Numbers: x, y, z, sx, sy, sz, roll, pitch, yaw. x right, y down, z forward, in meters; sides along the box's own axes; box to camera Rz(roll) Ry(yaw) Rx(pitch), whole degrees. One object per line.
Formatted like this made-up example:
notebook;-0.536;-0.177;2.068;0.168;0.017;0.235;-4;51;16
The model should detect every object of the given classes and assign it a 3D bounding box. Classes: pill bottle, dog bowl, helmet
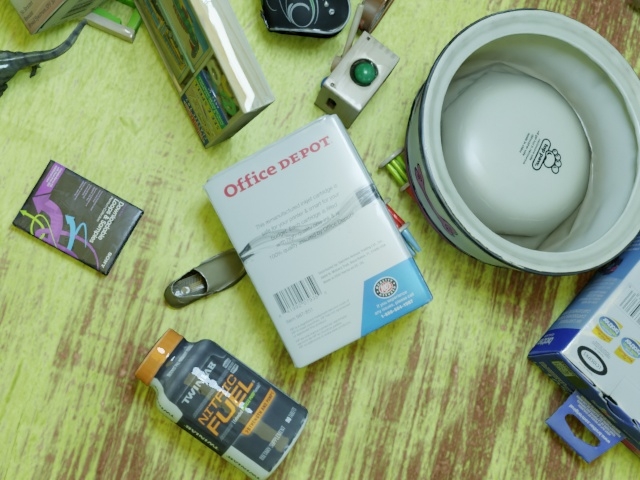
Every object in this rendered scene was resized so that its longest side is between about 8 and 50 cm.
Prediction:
pill bottle;-0.150;0.233;1.364;0.245;0.130;0.130;36;79;-2
dog bowl;0.311;-0.139;1.440;0.408;0.150;0.408;3;79;-18
helmet;-0.011;-0.402;1.451;0.169;0.169;0.161;3;99;-7

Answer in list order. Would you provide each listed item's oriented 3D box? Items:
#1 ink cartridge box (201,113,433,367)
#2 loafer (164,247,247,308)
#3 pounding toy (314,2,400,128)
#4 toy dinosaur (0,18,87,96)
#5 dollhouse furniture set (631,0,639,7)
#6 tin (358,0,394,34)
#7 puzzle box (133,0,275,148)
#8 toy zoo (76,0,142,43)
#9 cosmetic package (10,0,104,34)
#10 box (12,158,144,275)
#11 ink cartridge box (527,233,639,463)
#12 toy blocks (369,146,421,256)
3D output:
ink cartridge box;0.000;0.000;1.391;0.223;0.129;0.307;-28;87;7
loafer;-0.169;0.058;1.424;0.148;0.050;0.056;-32;88;-10
pounding toy;0.052;-0.269;1.452;0.100;0.141;0.130;37;79;-1
toy dinosaur;-0.468;-0.257;1.390;0.268;0.118;0.064;-21;86;-11
dollhouse furniture set;0.585;-0.493;1.581;0.242;0.161;0.212;41;79;-24
tin;0.114;-0.416;1.500;0.040;0.106;0.190;32;79;5
puzzle box;-0.208;-0.345;1.338;0.052;0.272;0.409;-27;93;-18
toy zoo;-0.329;-0.483;1.483;0.192;0.030;0.293;24;80;-4
cosmetic package;-0.418;-0.470;1.336;0.129;0.153;0.296;-37;99;-40
box;-0.368;-0.035;1.420;0.162;0.029;0.116;29;80;-5
ink cartridge box;0.521;0.168;1.455;0.270;0.151;0.395;43;78;0
toy blocks;0.131;-0.056;1.479;0.123;0.054;0.148;-38;89;-10
